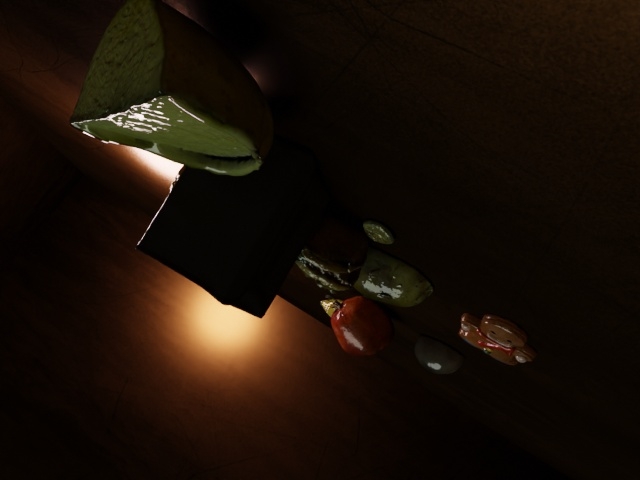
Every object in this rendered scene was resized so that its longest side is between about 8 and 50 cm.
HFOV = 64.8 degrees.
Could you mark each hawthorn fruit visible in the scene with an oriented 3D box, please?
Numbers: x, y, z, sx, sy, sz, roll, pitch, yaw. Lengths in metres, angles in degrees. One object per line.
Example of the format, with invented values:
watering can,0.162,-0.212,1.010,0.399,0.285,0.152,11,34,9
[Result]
hawthorn fruit,0.131,0.294,1.853,0.299,0.211,0.211,47,163,-11

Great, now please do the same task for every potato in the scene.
potato,0.155,0.104,1.344,0.272,0.111,0.160,28,167,23
potato,-0.207,-0.250,0.857,0.330,0.212,0.280,3,166,46

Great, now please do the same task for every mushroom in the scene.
mushroom,0.421,0.425,1.850,0.188,0.117,0.141,23,152,48

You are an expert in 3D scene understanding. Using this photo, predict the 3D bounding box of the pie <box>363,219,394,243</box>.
pie,0.136,-0.018,1.161,0.084,0.021,0.084,31,161,12

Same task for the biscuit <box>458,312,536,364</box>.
biscuit,0.464,0.266,1.348,0.205,0.049,0.324,30,164,13

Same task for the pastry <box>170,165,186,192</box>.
pastry,-0.325,-0.089,1.443,0.284,0.184,0.316,58,156,-1

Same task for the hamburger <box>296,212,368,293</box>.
hamburger,0.026,0.013,1.232,0.206,0.183,0.130,37,131,-6

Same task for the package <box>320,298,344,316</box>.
package,0.107,0.317,2.175,0.168,0.090,0.226,37,168,-27

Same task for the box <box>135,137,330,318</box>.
box,-0.176,-0.047,1.102,0.251,0.345,0.204,26,170,22
